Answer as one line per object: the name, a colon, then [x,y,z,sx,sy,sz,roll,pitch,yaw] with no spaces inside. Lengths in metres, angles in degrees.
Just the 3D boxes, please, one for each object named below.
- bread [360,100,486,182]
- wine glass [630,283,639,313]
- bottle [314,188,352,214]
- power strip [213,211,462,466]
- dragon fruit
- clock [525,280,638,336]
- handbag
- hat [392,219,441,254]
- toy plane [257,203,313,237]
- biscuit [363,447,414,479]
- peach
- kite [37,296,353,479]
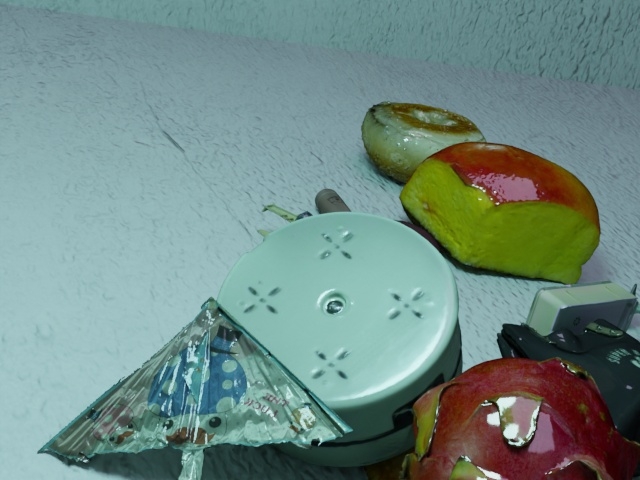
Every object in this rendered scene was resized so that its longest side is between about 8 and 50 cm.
bread: [0.236,-0.221,2.555,0.305,0.159,0.305,13,27,-7]
wine glass: [0.673,0.158,2.054,0.202,0.093,0.093,21,25,21]
bottle: [0.032,-0.056,2.218,0.053,0.053,0.140,3,26,-23]
power strip: [0.035,0.139,1.505,0.357,0.161,0.358,-6,49,7]
dragon fruit: [0.212,0.238,1.158,0.250,0.250,0.315,25,10,22]
clock: [0.444,0.149,1.885,0.192,0.147,0.071,-4,30,-34]
handbag: [0.443,0.222,1.687,0.342,0.152,0.288,2,33,-38]
hat: [0.163,0.018,2.040,0.205,0.089,0.205,25,24,-12]
toy plane: [0.000,0.000,2.042,0.244,0.092,0.229,-16,53,-43]
biscuit: [0.201,0.322,1.517,0.305,0.038,0.305,10,25,-5]
peach: [0.366,-0.080,2.228,0.380,0.242,0.306,9,30,-11]
kite: [-0.157,0.226,1.365,0.406,0.014,0.368,-5,52,11]
